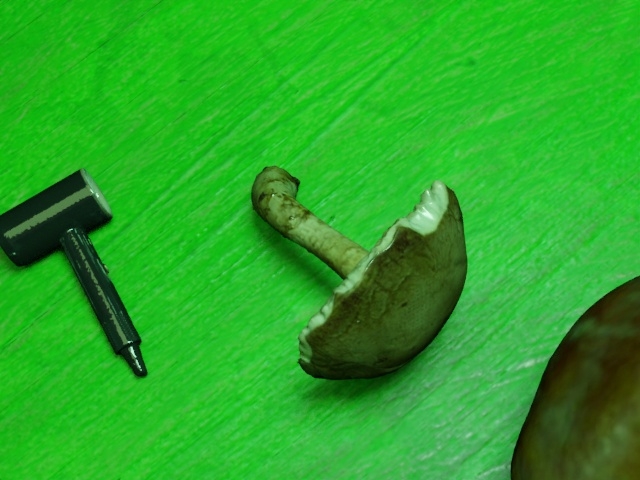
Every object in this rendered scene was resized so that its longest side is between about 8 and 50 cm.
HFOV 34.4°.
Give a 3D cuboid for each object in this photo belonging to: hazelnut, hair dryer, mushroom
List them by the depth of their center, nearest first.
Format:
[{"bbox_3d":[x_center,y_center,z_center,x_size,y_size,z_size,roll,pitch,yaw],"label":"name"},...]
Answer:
[{"bbox_3d":[0.356,0.192,0.895,0.366,0.366,0.365,-3,69,7],"label":"hazelnut"},{"bbox_3d":[0.006,0.035,1.070,0.302,0.233,0.207,6,100,35],"label":"mushroom"},{"bbox_3d":[-0.272,0.051,1.177,0.128,0.070,0.255,-28,72,-2],"label":"hair dryer"}]
